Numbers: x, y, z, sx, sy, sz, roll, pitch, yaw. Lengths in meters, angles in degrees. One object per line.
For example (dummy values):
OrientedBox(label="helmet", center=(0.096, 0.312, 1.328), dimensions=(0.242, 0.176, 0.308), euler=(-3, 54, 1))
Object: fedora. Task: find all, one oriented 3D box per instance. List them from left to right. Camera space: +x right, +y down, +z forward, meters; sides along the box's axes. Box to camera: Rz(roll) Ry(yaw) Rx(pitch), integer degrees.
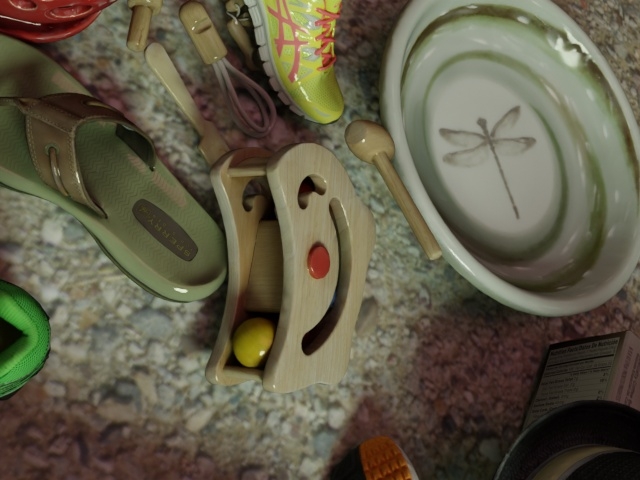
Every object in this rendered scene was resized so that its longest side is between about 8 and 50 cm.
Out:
OrientedBox(label="fedora", center=(0.287, 0.281, 0.715), dimensions=(0.334, 0.152, 0.334), euler=(12, 69, -32))

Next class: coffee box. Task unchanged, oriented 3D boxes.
OrientedBox(label="coffee box", center=(0.296, 0.265, 0.899), dimensions=(0.168, 0.119, 0.297), euler=(40, 57, -18))

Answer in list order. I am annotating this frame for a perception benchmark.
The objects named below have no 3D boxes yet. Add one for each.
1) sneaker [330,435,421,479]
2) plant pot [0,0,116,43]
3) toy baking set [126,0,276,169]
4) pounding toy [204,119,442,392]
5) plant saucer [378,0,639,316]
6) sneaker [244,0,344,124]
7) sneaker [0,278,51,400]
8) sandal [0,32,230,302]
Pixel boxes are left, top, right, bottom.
OrientedBox(label="sneaker", center=(0.083, 0.302, 0.747), dimensions=(0.121, 0.099, 0.262), euler=(40, 28, -46))
OrientedBox(label="plant pot", center=(-0.226, -0.260, 0.682), dimensions=(0.191, 0.174, 0.191), euler=(12, 68, -31))
OrientedBox(label="toy baking set", center=(-0.100, -0.198, 0.806), dimensions=(0.196, 0.030, 0.256), euler=(30, 61, -43))
OrientedBox(label="pounding toy", center=(0.000, 0.000, 0.727), dimensions=(0.154, 0.155, 0.270), euler=(33, 65, -48))
OrientedBox(label="plant saucer", center=(0.208, -0.103, 0.972), dimensions=(0.400, 0.100, 0.400), euler=(11, 69, -30))
OrientedBox(label="sneaker", center=(-0.013, -0.212, 0.834), dimensions=(0.208, 0.094, 0.081), euler=(67, 31, -21))
OrientedBox(label="sneaker", center=(-0.337, 0.041, 0.528), dimensions=(0.343, 0.146, 0.134), euler=(5, 72, -31))
OrientedBox(label="sandal", center=(-0.183, -0.069, 0.704), dimensions=(0.303, 0.086, 0.120), euler=(39, 57, -18))
